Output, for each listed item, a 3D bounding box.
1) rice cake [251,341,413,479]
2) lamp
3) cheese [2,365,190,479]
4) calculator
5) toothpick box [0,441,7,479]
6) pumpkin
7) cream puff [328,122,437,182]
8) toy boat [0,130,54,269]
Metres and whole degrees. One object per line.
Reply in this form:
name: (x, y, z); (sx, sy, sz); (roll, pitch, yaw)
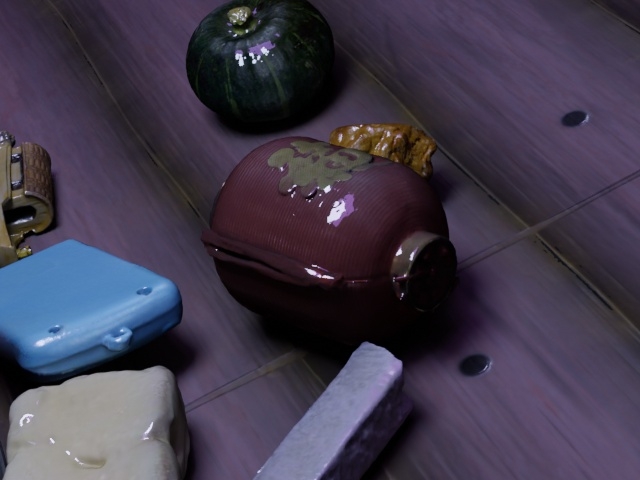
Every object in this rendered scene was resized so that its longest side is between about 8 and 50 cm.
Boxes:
rice cake: (-0.032, 0.222, 1.348); (0.072, 0.056, 0.365); (5, 43, 38)
lamp: (0.000, 0.000, 1.518); (0.258, 0.180, 0.180); (17, 50, 38)
cheese: (-0.182, 0.215, 1.399); (0.159, 0.093, 0.263); (-17, 37, 10)
calculator: (-0.246, 0.063, 1.601); (0.173, 0.051, 0.293); (-23, 21, -26)
toothpick box: (-0.436, 0.220, 1.405); (0.316, 0.229, 0.229); (-12, 37, 13)
pumpkin: (-0.065, -0.201, 1.850); (0.167, 0.125, 0.167); (3, 34, -2)
cream puff: (0.051, -0.067, 1.648); (0.122, 0.094, 0.116); (3, -1, 16)
toy boat: (-0.330, -0.042, 1.817); (0.088, 0.068, 0.226); (-14, 35, -3)
